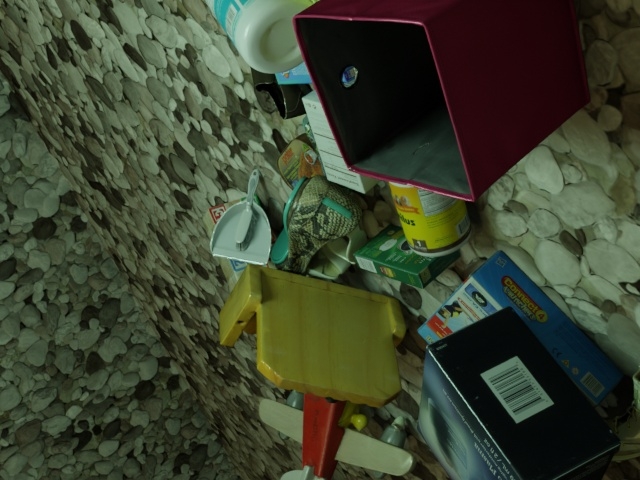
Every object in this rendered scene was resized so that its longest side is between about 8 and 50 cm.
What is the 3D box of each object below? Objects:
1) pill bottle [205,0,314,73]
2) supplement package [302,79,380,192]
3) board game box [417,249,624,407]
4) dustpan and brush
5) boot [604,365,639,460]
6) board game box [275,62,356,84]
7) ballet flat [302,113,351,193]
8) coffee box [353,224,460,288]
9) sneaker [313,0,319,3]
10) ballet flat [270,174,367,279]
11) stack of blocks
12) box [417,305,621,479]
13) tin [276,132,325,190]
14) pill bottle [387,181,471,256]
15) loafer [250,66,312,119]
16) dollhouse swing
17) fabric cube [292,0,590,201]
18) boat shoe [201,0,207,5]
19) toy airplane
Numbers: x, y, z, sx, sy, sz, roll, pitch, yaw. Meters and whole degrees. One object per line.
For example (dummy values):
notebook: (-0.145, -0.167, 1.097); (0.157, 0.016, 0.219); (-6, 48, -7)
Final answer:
pill bottle: (-0.111, -0.406, 1.519); (0.146, 0.146, 0.264); (88, 156, -51)
supplement package: (0.058, -0.194, 1.649); (0.105, 0.105, 0.179); (24, 143, 44)
board game box: (0.357, 0.206, 1.711); (0.308, 0.086, 0.302); (47, 154, 9)
dustpan and brush: (-0.169, -0.060, 2.131); (0.147, 0.211, 0.060); (10, 163, 15)
boot: (0.510, 0.278, 1.494); (0.213, 0.077, 0.165); (-5, 125, 20)
board game box: (-0.026, -0.358, 1.624); (0.210, 0.047, 0.160); (12, 129, 52)
ballet flat: (0.028, -0.167, 1.789); (0.070, 0.070, 0.188); (9, 135, 55)
coffee box: (0.163, 0.029, 1.764); (0.184, 0.113, 0.040); (16, 136, 48)
sneaker: (0.004, -0.421, 1.375); (0.145, 0.147, 0.384); (11, 131, 53)
ballet flat: (0.000, 0.000, 1.915); (0.182, 0.164, 0.483); (29, 165, 0)
stack of blocks: (-0.147, 0.044, 2.215); (0.297, 0.171, 0.087); (66, 156, 12)
box: (0.315, 0.330, 1.550); (0.296, 0.183, 0.294); (56, 161, 35)
tin: (-0.033, -0.159, 1.925); (0.106, 0.040, 0.190); (47, 154, -1)
pill bottle: (0.182, -0.085, 1.577); (0.117, 0.117, 0.215); (21, 141, 47)
loafer: (-0.097, -0.325, 1.760); (0.220, 0.078, 0.080); (53, 154, -4)
dollhouse swing: (-0.024, 0.251, 1.941); (0.347, 0.304, 0.315); (14, 142, -16)
fabric cube: (0.165, -0.244, 1.236); (0.259, 0.258, 0.254); (19, 141, 48)
boat shoe: (-0.211, -0.528, 1.648); (0.111, 0.104, 0.307); (43, 153, 17)
toy airplane: (0.040, 0.500, 2.403); (0.384, 0.272, 0.386); (-44, 69, 33)
